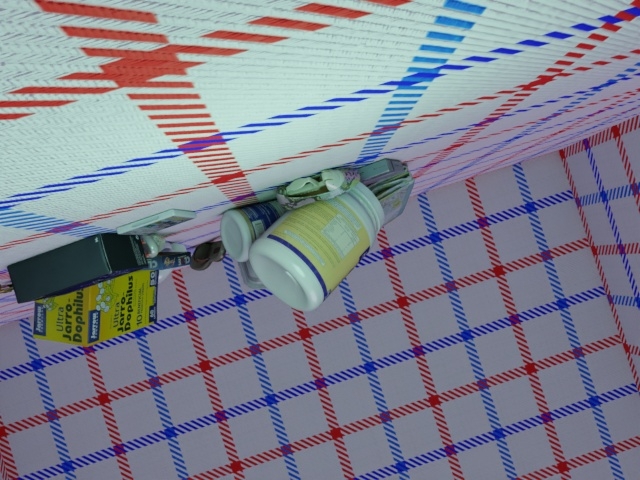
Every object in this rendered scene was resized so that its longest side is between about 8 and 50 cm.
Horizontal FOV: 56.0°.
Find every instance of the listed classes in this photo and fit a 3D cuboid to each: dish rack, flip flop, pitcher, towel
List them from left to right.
[{"bbox_3d":[-0.573,0.077,2.060,0.207,0.125,0.178,-28,157,4],"label":"pitcher"},{"bbox_3d":[-0.476,0.054,2.484,0.080,0.112,0.277,15,161,-34],"label":"flip flop"},{"bbox_3d":[-0.189,0.072,2.435,0.285,0.072,0.333,-2,-148,-18],"label":"dish rack"},{"bbox_3d":[0.149,-0.098,2.038,0.320,0.090,0.374,-29,163,-11],"label":"towel"}]

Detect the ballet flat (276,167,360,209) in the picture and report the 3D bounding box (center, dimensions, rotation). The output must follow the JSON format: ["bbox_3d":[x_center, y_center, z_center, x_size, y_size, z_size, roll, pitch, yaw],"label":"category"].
[{"bbox_3d":[-0.008,-0.140,1.526,0.221,0.077,0.079,-18,153,7],"label":"ballet flat"}]

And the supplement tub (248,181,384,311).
[{"bbox_3d":[-0.004,0.001,1.622,0.331,0.241,0.241,-45,-168,-27],"label":"supplement tub"}]

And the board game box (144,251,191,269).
[{"bbox_3d":[-0.536,0.062,1.806,0.243,0.042,0.165,-1,-177,18],"label":"board game box"}]

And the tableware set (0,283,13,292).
[{"bbox_3d":[-0.920,0.137,1.781,0.104,0.024,0.154,-14,179,-8],"label":"tableware set"}]

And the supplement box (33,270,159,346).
[{"bbox_3d":[-0.675,0.182,1.849,0.195,0.194,0.356,5,-174,17],"label":"supplement box"}]

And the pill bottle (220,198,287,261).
[{"bbox_3d":[-0.145,-0.039,1.759,0.264,0.153,0.153,-16,178,-35],"label":"pill bottle"}]

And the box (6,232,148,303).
[{"bbox_3d":[-0.592,0.064,1.487,0.261,0.103,0.184,-18,176,12],"label":"box"}]

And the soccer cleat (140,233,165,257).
[{"bbox_3d":[-0.462,0.008,1.660,0.076,0.068,0.196,-22,-173,-20],"label":"soccer cleat"}]

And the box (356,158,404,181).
[{"bbox_3d":[0.154,-0.195,1.757,0.145,0.038,0.186,-18,177,22],"label":"box"}]

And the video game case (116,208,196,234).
[{"bbox_3d":[-0.388,-0.043,1.445,0.143,0.019,0.157,-18,177,7],"label":"video game case"}]
